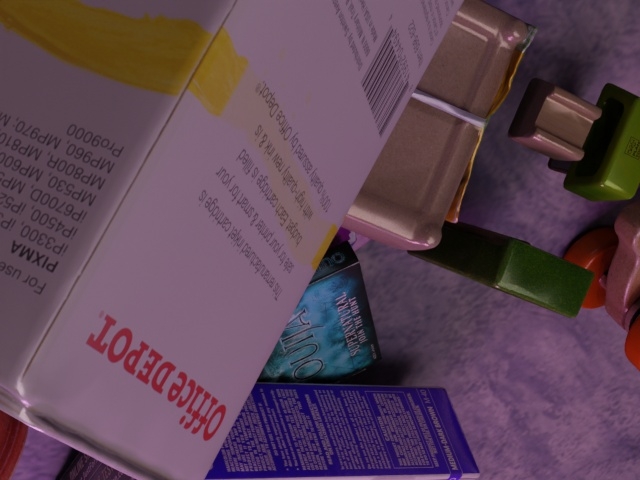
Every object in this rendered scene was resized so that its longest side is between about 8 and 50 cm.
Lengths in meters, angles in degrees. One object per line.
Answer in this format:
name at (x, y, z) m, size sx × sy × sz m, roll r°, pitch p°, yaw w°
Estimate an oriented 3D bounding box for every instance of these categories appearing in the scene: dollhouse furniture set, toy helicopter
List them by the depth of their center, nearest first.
dollhouse furniture set at (0.092, -0.086, 1.059) m, size 0.301 × 0.151 × 0.198 m, roll 22°, pitch 92°, yaw -24°
toy helicopter at (0.377, -0.051, 1.219) m, size 0.235 × 0.140 × 0.355 m, roll -12°, pitch 131°, yaw -25°

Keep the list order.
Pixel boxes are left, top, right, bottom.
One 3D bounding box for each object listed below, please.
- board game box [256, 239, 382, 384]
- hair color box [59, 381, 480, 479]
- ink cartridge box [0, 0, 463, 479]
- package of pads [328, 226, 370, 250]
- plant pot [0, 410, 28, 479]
board game box at (-0.016, 0.081, 1.143) m, size 0.126 × 0.026 × 0.186 m, roll -25°, pitch 148°, yaw -5°
hair color box at (-0.046, 0.219, 1.195) m, size 0.338 × 0.110 × 0.185 m, roll 7°, pitch 138°, yaw -33°
ink cartridge box at (-0.078, -0.080, 0.722) m, size 0.385 × 0.160 × 0.279 m, roll -62°, pitch 161°, yaw -12°
package of pads at (0.000, 0.000, 1.106) m, size 0.083 × 0.032 × 0.050 m, roll -37°, pitch 140°, yaw 3°
plant pot at (-0.353, 0.056, 0.794) m, size 0.272 × 0.272 × 0.265 m, roll -26°, pitch 128°, yaw -9°
